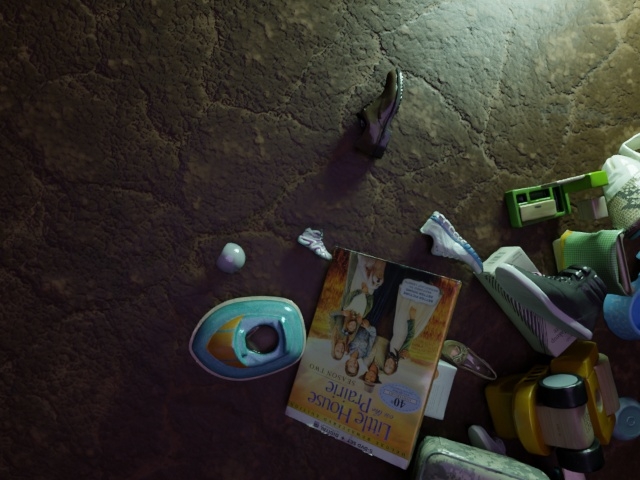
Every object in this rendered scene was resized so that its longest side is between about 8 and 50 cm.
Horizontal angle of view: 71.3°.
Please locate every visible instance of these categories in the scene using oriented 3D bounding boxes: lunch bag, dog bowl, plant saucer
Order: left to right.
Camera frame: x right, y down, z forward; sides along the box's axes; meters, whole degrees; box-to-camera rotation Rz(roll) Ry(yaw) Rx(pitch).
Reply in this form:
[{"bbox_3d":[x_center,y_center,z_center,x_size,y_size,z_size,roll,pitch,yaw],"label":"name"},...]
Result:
[{"bbox_3d":[0.348,0.565,0.994,0.305,0.256,0.212,13,86,10],"label":"lunch bag"},{"bbox_3d":[0.833,0.486,1.206,0.119,0.021,0.119,0,89,-7],"label":"plant saucer"},{"bbox_3d":[0.900,0.139,1.197,0.166,0.074,0.297,42,83,-5],"label":"dog bowl"}]

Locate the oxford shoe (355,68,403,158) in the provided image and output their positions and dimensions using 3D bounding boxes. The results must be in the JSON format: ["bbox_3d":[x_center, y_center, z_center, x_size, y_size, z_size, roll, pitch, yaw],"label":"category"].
[{"bbox_3d":[0.143,-0.325,1.104,0.096,0.083,0.227,18,85,-2],"label":"oxford shoe"}]

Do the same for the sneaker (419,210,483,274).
[{"bbox_3d":[0.328,0.021,1.129,0.083,0.071,0.190,-42,79,4],"label":"sneaker"}]

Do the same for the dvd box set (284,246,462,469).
[{"bbox_3d":[0.116,0.253,1.030,0.308,0.062,0.420,17,87,23],"label":"dvd box set"}]

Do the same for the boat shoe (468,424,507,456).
[{"bbox_3d":[0.443,0.539,1.135,0.063,0.066,0.184,-33,91,-21],"label":"boat shoe"}]

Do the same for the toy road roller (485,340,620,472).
[{"bbox_3d":[0.570,0.396,1.111,0.330,0.241,0.202,-15,90,-45],"label":"toy road roller"}]

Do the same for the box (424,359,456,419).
[{"bbox_3d":[0.223,0.343,1.093,0.171,0.091,0.130,17,86,-6],"label":"box"}]

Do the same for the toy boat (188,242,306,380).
[{"bbox_3d":[-0.179,0.163,1.015,0.268,0.148,0.318,-12,91,-7],"label":"toy boat"}]

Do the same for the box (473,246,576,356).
[{"bbox_3d":[0.527,0.153,1.136,0.113,0.094,0.275,-41,93,-8],"label":"box"}]

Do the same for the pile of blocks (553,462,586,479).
[{"bbox_3d":[0.582,0.653,1.096,0.113,0.149,0.362,-14,117,11],"label":"pile of blocks"}]

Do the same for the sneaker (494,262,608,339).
[{"bbox_3d":[0.544,0.098,1.046,0.296,0.104,0.147,34,81,-12],"label":"sneaker"}]

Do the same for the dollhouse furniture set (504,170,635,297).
[{"bbox_3d":[0.604,0.001,1.098,0.151,0.197,0.301,-12,90,-9],"label":"dollhouse furniture set"}]

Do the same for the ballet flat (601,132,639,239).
[{"bbox_3d":[0.837,-0.177,1.142,0.483,0.164,0.182,-33,67,-23],"label":"ballet flat"}]

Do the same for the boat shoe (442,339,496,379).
[{"bbox_3d":[0.378,0.305,1.136,0.153,0.048,0.056,37,84,-5],"label":"boat shoe"}]

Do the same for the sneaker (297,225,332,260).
[{"bbox_3d":[0.000,0.000,1.098,0.098,0.038,0.069,34,85,-6],"label":"sneaker"}]
